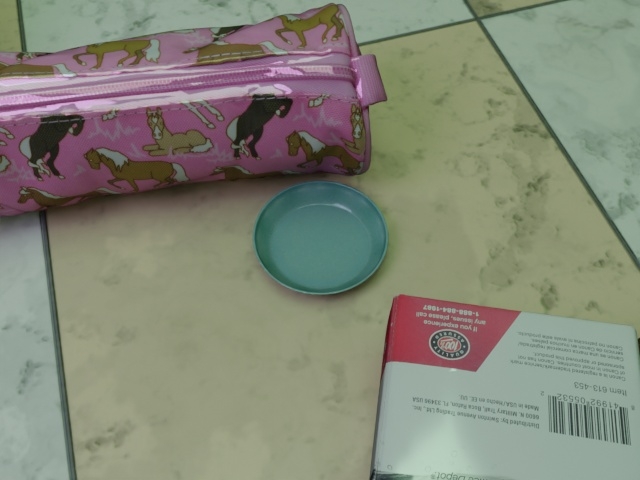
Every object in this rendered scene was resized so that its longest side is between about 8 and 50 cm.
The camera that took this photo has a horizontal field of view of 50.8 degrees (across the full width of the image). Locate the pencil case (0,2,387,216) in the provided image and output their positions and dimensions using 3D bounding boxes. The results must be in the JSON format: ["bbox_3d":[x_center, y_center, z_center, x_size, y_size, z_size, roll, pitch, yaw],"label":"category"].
[{"bbox_3d":[-0.145,-0.111,0.582,0.386,0.160,0.167,-7,41,-6],"label":"pencil case"}]

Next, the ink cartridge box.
[{"bbox_3d":[0.118,0.170,0.445,0.172,0.100,0.237,7,57,5],"label":"ink cartridge box"}]

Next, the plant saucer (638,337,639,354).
[{"bbox_3d":[0.310,0.134,0.511,0.168,0.029,0.168,0,58,-1],"label":"plant saucer"}]

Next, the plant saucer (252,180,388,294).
[{"bbox_3d":[0.000,0.000,0.599,0.119,0.021,0.119,0,57,0],"label":"plant saucer"}]
